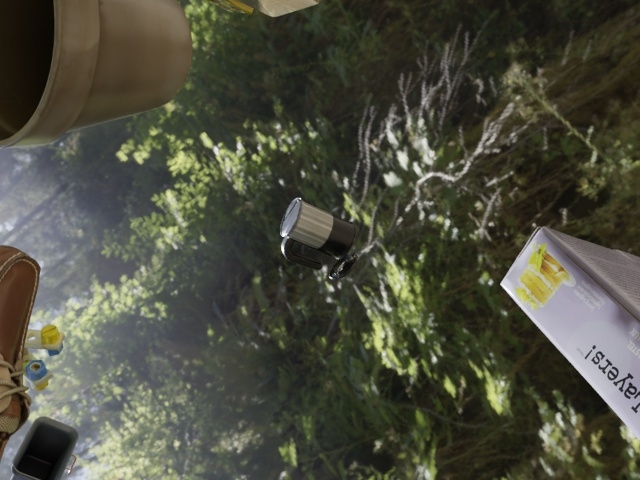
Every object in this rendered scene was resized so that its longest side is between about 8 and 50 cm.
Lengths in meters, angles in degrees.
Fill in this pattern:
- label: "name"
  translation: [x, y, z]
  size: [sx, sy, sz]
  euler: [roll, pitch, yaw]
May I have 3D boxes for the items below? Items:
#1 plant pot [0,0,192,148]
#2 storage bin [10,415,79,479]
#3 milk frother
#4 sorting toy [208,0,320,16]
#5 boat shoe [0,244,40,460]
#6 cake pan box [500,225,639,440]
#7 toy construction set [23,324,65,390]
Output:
- label: "plant pot"
  translation: [-0.355, -0.295, 0.906]
  size: [0.280, 0.323, 0.323]
  euler: [-11, -110, -55]
- label: "storage bin"
  translation: [-0.494, 0.399, 1.094]
  size: [0.098, 0.091, 0.135]
  euler: [29, -159, -16]
- label: "milk frother"
  translation: [0.000, 0.000, 1.226]
  size: [0.135, 0.129, 0.143]
  euler: [22, 176, -23]
- label: "sorting toy"
  translation: [-0.074, -0.230, 0.490]
  size: [0.132, 0.046, 0.274]
  euler: [18, -173, -23]
- label: "boat shoe"
  translation: [-0.358, 0.166, 0.647]
  size: [0.123, 0.116, 0.324]
  euler: [55, -133, -70]
- label: "cake pan box"
  translation: [0.304, 0.102, 0.460]
  size: [0.267, 0.070, 0.245]
  euler: [14, -152, -29]
- label: "toy construction set"
  translation: [-0.634, 0.194, 1.080]
  size: [0.215, 0.328, 0.151]
  euler: [-50, -38, -46]
